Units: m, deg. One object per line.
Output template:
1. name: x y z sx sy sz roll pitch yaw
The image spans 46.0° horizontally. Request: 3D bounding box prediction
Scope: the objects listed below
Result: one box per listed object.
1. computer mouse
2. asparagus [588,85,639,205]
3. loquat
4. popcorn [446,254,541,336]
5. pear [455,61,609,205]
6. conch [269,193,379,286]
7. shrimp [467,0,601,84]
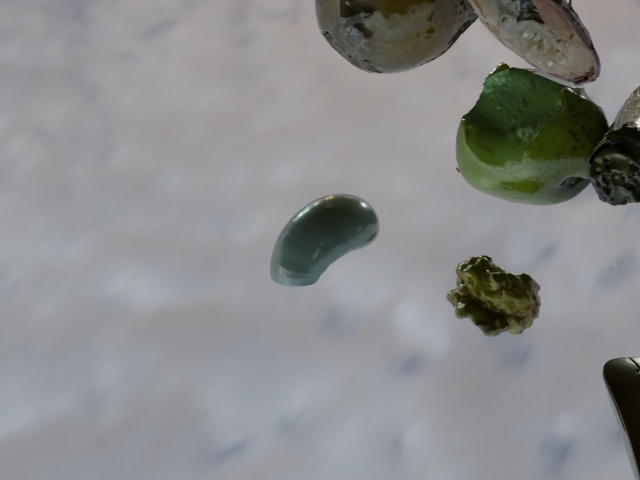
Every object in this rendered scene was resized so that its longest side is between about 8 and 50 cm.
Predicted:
1. computer mouse: 0.394 0.223 0.878 0.102 0.045 0.199 1 -124 -10
2. asparagus: 0.568 -0.180 1.348 0.108 0.128 0.382 -20 -167 36
3. loquat: 0.098 -0.295 0.843 0.227 0.179 0.179 -45 -134 10
4. popcorn: 0.362 0.122 1.572 0.197 0.155 0.197 23 -174 -3
5. pear: 0.427 -0.194 1.491 0.176 0.286 0.282 15 -161 -47
6. conch: -0.002 -0.005 1.325 0.221 0.185 0.121 -34 -91 -29
7. shrimp: 0.157 -0.185 0.590 0.053 0.236 0.133 -41 -122 11
